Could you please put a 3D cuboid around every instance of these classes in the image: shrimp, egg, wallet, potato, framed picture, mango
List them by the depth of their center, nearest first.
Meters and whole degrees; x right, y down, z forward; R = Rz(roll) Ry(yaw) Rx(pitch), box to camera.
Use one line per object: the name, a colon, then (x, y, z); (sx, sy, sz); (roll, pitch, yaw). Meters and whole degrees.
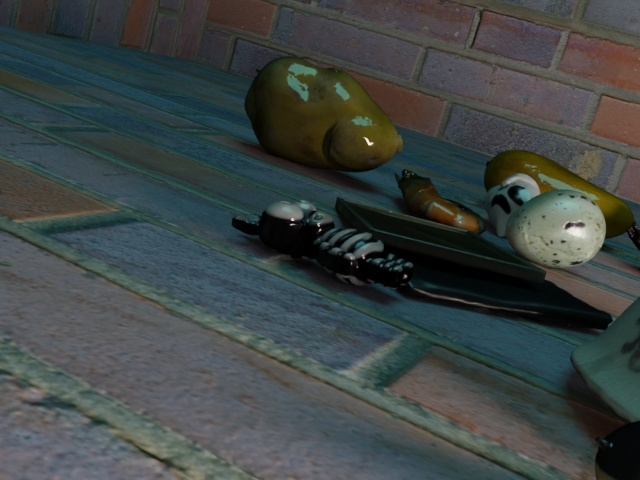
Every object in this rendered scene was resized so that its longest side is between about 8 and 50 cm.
wallet: (0.205, 0.057, 0.967); (0.285, 0.030, 0.146); (11, 17, -17)
framed picture: (0.153, -0.007, 1.107); (0.240, 0.020, 0.324); (14, 8, -9)
egg: (0.379, -0.016, 1.257); (0.164, 0.131, 0.131); (-13, 23, -16)
shrimp: (0.215, -0.072, 1.411); (0.152, 0.063, 0.287); (15, 17, -13)
potato: (0.003, -0.238, 1.548); (0.351, 0.202, 0.218); (27, -22, 19)
mango: (0.498, -0.098, 1.681); (0.195, 0.142, 0.331); (-4, 27, -44)

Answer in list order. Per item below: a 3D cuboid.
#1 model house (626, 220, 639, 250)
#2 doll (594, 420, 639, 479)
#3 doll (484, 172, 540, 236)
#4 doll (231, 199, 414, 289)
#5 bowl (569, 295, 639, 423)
model house: (0.680, 0.035, 1.469); (0.164, 0.141, 0.203); (-1, -22, 41)
doll: (0.228, 0.166, 0.464); (0.179, 0.089, 0.102); (37, 9, -14)
doll: (0.370, -0.067, 1.480); (0.107, 0.110, 0.181); (57, 16, 1)
doll: (0.000, 0.000, 0.875); (0.219, 0.067, 0.091); (21, 18, 25)
bowl: (0.456, 0.104, 0.659); (0.434, 0.196, 0.435); (18, 11, -4)
